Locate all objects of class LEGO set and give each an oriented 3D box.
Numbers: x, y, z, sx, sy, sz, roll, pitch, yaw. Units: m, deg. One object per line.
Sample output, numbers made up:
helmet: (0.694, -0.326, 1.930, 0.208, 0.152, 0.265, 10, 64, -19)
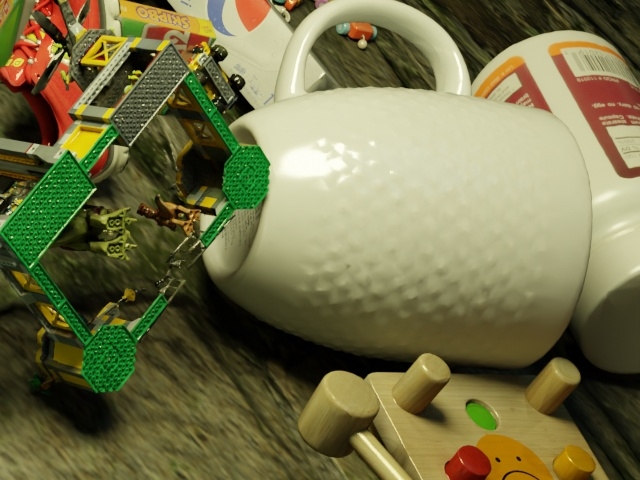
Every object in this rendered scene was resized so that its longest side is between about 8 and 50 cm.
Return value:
LEGO set: (-0.222, -0.040, 1.622, 0.192, 0.331, 0.255, 11, -27, 42)

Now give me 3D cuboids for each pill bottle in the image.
pill bottle: (0.328, -0.047, 2.157, 0.224, 0.224, 0.392, 14, 38, -31)

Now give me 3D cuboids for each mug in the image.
mug: (0.060, -0.065, 1.831, 0.328, 0.276, 0.374, 7, 75, -25)

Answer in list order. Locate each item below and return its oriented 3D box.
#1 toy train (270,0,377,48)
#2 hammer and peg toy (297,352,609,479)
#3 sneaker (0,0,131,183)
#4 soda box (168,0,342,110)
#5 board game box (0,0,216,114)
toy train: (0.000, -0.313, 2.373, 0.166, 0.046, 0.125, 9, 40, -37)
hammer and peg toy: (0.142, 0.233, 1.700, 0.361, 0.127, 0.266, 4, 45, -41)
sneaker: (-0.259, -0.188, 1.786, 0.118, 0.279, 0.107, -13, 10, -24)
soda box: (-0.089, -0.244, 2.123, 0.286, 0.091, 0.098, 52, 7, 26)
board game box: (-0.248, -0.205, 1.917, 0.259, 0.124, 0.039, 11, 44, -34)
